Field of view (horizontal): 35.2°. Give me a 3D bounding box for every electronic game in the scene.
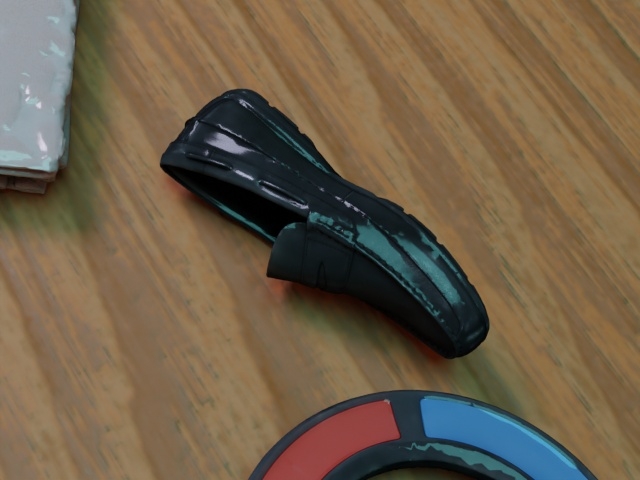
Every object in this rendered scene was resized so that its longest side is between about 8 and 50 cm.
[{"bbox_3d":[0.062,0.176,0.514,0.229,0.048,0.229,6,49,-7],"label":"electronic game"}]

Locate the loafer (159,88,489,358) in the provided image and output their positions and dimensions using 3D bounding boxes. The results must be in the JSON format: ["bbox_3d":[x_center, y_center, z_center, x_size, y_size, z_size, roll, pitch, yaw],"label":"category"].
[{"bbox_3d":[0.000,0.000,0.602,0.223,0.076,0.078,40,67,14],"label":"loafer"}]

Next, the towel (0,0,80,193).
[{"bbox_3d":[-0.309,-0.184,0.635,0.316,0.053,0.332,4,62,-12],"label":"towel"}]
